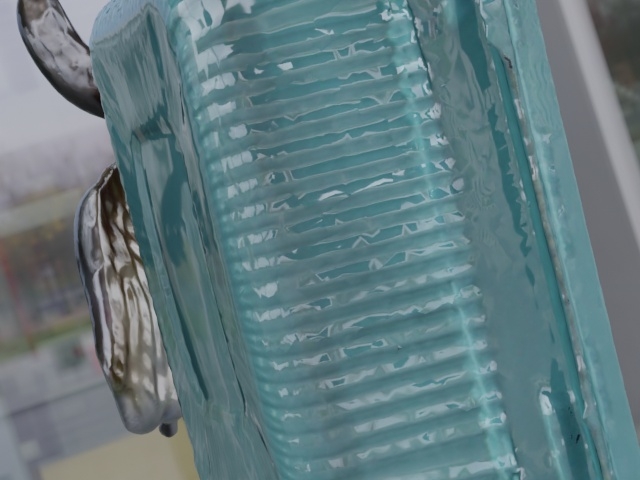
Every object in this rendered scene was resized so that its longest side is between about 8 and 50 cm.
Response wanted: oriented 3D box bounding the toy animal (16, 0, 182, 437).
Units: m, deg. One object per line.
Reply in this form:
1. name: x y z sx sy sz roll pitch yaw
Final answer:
1. toy animal: -0.035 -0.026 0.665 0.160 0.197 0.272 -15 -11 -14

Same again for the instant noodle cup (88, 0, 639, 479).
1. instant noodle cup: 0.000 0.000 0.417 0.070 0.179 0.157 -16 4 -16
